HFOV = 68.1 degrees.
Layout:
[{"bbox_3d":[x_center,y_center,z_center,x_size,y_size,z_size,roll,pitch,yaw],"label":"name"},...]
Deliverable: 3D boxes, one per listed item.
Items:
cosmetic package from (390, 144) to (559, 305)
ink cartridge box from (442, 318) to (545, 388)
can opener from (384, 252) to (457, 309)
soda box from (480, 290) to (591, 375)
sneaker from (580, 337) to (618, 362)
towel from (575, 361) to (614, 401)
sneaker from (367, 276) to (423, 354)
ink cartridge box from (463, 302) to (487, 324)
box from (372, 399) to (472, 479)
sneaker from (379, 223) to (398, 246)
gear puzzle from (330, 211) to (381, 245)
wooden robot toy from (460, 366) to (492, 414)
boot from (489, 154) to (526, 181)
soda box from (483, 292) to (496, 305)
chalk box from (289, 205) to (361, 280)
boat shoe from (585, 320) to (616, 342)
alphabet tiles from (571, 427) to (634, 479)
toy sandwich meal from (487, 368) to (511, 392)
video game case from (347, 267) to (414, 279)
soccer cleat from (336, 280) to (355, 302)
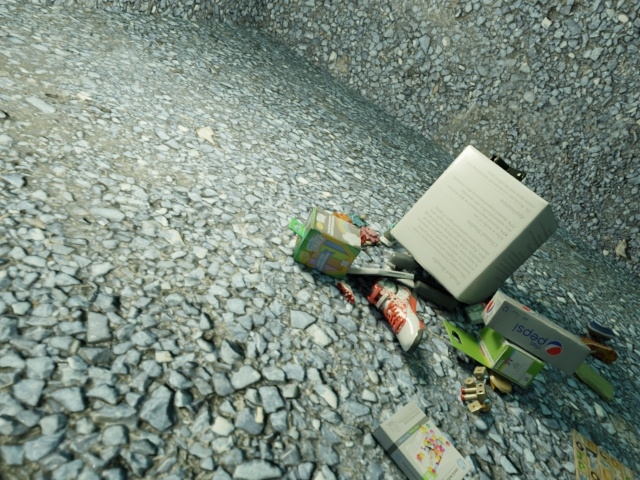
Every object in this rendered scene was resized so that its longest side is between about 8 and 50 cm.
[{"bbox_3d":[0.523,-0.036,1.609,0.329,0.394,0.327,49,15,29],"label":"cosmetic package"},{"bbox_3d":[0.514,0.304,1.431,0.255,0.097,0.189,30,16,-4],"label":"ink cartridge box"},{"bbox_3d":[0.341,0.131,1.568,0.283,0.095,0.076,25,30,-11],"label":"can opener"},{"bbox_3d":[0.619,0.266,1.377,0.286,0.098,0.091,30,16,1],"label":"soda box"},{"bbox_3d":[1.087,0.423,1.852,0.175,0.064,0.067,28,20,-12],"label":"sneaker"},{"bbox_3d":[0.960,0.492,1.664,0.148,0.027,0.110,41,30,18],"label":"towel"},{"bbox_3d":[0.203,0.204,1.341,0.144,0.090,0.270,26,26,-7],"label":"sneaker"},{"bbox_3d":[0.551,0.243,1.604,0.115,0.029,0.063,-12,40,-5],"label":"ink cartridge box"},{"bbox_3d":[0.220,0.455,1.027,0.145,0.038,0.186,-10,50,-49],"label":"box"},{"bbox_3d":[0.285,-0.033,1.785,0.065,0.076,0.166,38,30,10],"label":"sneaker"},{"bbox_3d":[0.068,-0.048,1.640,0.338,0.044,0.175,-4,45,-46],"label":"gear puzzle"},{"bbox_3d":[0.422,0.421,1.263,0.079,0.076,0.173,64,26,-15],"label":"wooden robot toy"},{"bbox_3d":[0.616,-0.241,1.576,0.099,0.045,0.121,40,5,-14],"label":"boot"},{"bbox_3d":[0.618,0.253,1.675,0.053,0.060,0.169,25,30,-17],"label":"soda box"},{"bbox_3d":[0.000,0.000,1.420,0.212,0.132,0.132,24,31,-10],"label":"chalk box"},{"bbox_3d":[1.141,0.387,1.948,0.183,0.066,0.066,22,33,-28],"label":"boat shoe"},{"bbox_3d":[0.794,0.651,1.288,0.237,0.009,0.198,35,29,8],"label":"alphabet tiles"},{"bbox_3d":[0.518,0.410,1.381,0.085,0.029,0.086,22,34,-16],"label":"toy sandwich meal"},{"bbox_3d":[0.178,0.101,1.443,0.143,0.019,0.157,10,-8,-32],"label":"video game case"},{"bbox_3d":[0.080,0.148,1.372,0.035,0.029,0.083,-7,42,-42],"label":"soccer cleat"}]
